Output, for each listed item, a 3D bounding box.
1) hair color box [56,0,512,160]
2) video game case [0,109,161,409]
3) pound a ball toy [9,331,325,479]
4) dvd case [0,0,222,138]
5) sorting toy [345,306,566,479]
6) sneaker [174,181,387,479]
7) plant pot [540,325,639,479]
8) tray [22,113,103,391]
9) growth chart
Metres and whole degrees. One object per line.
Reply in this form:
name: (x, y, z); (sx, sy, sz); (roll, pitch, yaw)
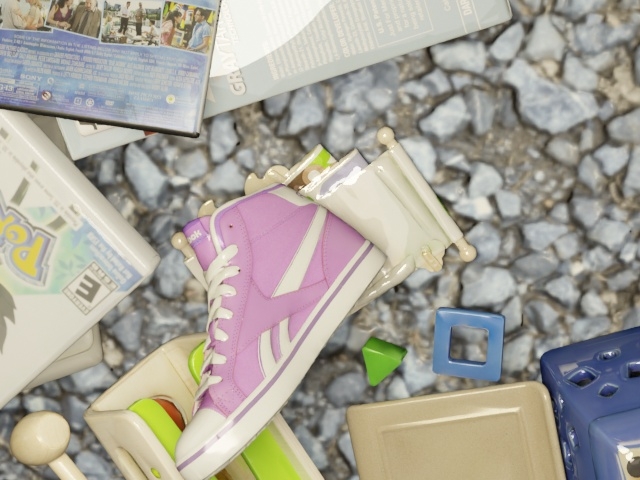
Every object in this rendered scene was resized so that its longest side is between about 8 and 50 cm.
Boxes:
hair color box: (-0.043, -0.192, 1.657); (0.374, 0.185, 0.114); (-18, 105, 2)
video game case: (-0.343, -0.010, 1.636); (0.300, 0.036, 0.329); (-41, 96, 23)
pound a ball toy: (-0.126, 0.233, 1.774); (0.208, 0.135, 0.319); (-41, 106, -29)
dvd case: (-0.163, -0.216, 1.552); (0.180, 0.022, 0.253); (9, 87, 5)
sorting toy: (0.134, 0.223, 1.838); (0.196, 0.047, 0.348); (-8, 103, 17)
sneaker: (-0.079, 0.069, 1.702); (0.161, 0.102, 0.282); (39, 57, -5)
plant pot: (0.340, 0.209, 1.765); (0.236, 0.212, 0.236); (-13, 105, 0)
tray: (-0.258, 0.002, 1.736); (0.145, 0.030, 0.270); (-19, 109, -39)
growth chart: (0.000, 0.000, 1.794); (0.237, 0.021, 0.172); (-29, 103, 5)
